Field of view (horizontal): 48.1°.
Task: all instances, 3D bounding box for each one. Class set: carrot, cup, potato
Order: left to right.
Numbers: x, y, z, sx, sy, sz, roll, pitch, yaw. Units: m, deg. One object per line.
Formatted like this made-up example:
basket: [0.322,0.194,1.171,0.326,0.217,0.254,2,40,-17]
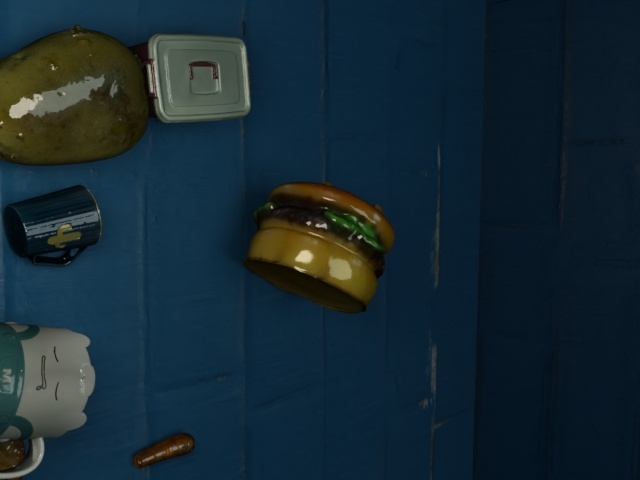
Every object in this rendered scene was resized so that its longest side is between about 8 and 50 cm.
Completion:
cup: [-0.594,0.298,1.351,0.257,0.219,0.290,15,68,-48]
cup: [-0.551,-0.018,1.467,0.155,0.131,0.177,-17,132,-43]
potato: [-0.505,-0.280,1.404,0.359,0.219,0.270,-20,116,-44]
carrot: [-0.385,0.518,1.768,0.161,0.055,0.055,-9,101,-42]

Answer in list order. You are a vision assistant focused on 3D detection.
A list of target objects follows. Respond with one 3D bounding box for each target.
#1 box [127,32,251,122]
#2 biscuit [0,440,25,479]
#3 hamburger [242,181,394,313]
box: [-0.317,-0.372,1.655,0.294,0.167,0.193,-15,107,-48]
biscuit: [-0.683,0.424,1.418,0.176,0.031,0.229,-47,129,-35]
hamburger: [0.000,0.000,1.916,0.395,0.395,0.278,38,67,-45]
